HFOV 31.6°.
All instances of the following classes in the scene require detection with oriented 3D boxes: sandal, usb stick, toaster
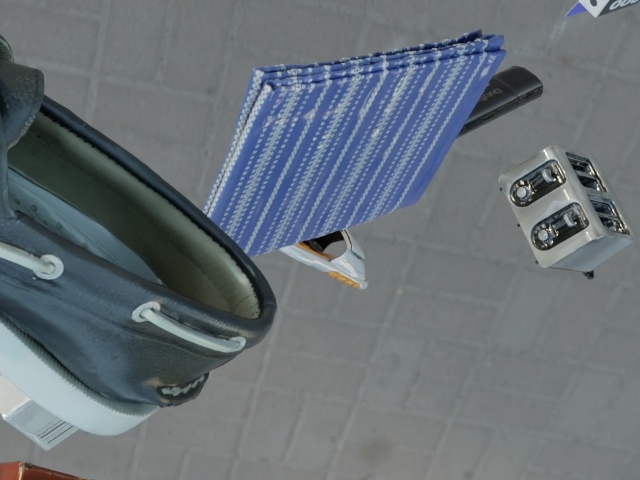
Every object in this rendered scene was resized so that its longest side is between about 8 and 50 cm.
[{"bbox_3d":[0.007,0.005,1.668,0.076,0.102,0.265,-60,147,3],"label":"sandal"},{"bbox_3d":[0.243,-0.210,1.771,0.278,0.077,0.045,-28,143,-36],"label":"usb stick"},{"bbox_3d":[0.381,-0.041,1.725,0.110,0.168,0.185,-35,155,31],"label":"toaster"}]

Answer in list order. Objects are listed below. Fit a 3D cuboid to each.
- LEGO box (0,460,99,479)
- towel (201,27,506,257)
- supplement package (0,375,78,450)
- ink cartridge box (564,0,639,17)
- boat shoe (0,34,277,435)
[{"bbox_3d":[-0.314,0.477,1.064,0.193,0.500,0.372,21,158,-28],"label":"LEGO box"},{"bbox_3d":[0.025,-0.092,1.107,0.336,0.040,0.243,-17,146,-41],"label":"towel"},{"bbox_3d":[-0.394,0.159,1.788,0.262,0.204,0.145,-35,146,-4],"label":"supplement package"},{"bbox_3d":[0.460,-0.367,1.525,0.206,0.045,0.208,-20,165,-20],"label":"ink cartridge box"},{"bbox_3d":[-0.133,-0.035,0.417,0.091,0.114,0.302,-30,135,19],"label":"boat shoe"}]
